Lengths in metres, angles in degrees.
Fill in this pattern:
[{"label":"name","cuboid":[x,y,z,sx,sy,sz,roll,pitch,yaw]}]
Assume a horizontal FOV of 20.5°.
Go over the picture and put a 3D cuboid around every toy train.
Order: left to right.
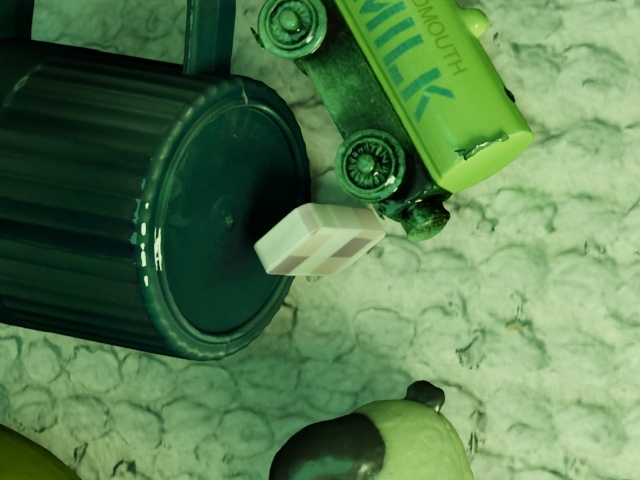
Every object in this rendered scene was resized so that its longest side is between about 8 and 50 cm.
[{"label":"toy train","cuboid":[0.060,-0.130,1.354,0.157,0.105,0.253,-32,70,14]}]

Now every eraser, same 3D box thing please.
[{"label":"eraser","cuboid":[0.000,0.000,1.377,0.065,0.105,0.026,-38,69,28]}]

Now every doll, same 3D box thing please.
[{"label":"doll","cuboid":[0.059,0.229,1.312,0.135,0.143,0.234,-20,77,26]}]

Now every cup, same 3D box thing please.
[{"label":"cup","cuboid":[-0.172,-0.063,1.433,0.292,0.242,0.308,12,72,33]}]

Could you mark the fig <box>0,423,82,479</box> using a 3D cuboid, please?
[{"label":"fig","cuboid":[-0.310,0.297,1.467,0.343,0.343,0.343,-1,88,34]}]
